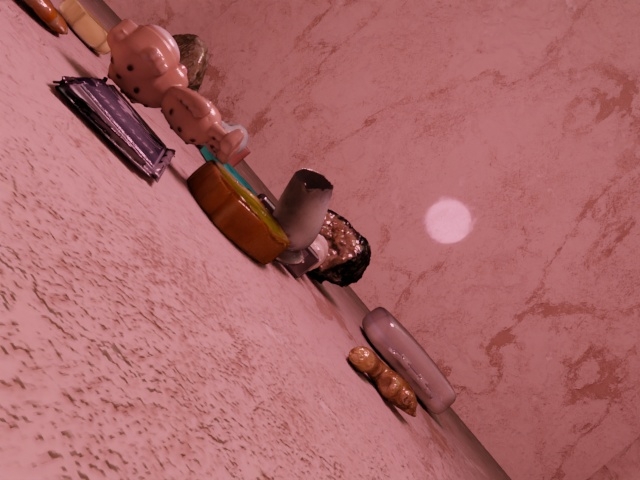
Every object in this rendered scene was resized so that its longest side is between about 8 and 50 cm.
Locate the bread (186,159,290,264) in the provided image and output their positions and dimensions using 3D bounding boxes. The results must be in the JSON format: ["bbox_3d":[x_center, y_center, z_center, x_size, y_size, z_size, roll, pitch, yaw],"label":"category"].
[{"bbox_3d":[-0.152,-0.054,0.904,0.236,0.070,0.236,48,2,-2],"label":"bread"}]

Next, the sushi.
[{"bbox_3d":[0.000,0.000,1.513,0.350,0.211,0.171,44,2,37],"label":"sushi"}]

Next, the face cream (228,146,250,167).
[{"bbox_3d":[-0.364,-0.374,1.885,0.149,0.104,0.149,49,2,-2],"label":"face cream"}]

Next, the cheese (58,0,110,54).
[{"bbox_3d":[-0.533,-0.493,1.103,0.127,0.050,0.255,47,1,-28],"label":"cheese"}]

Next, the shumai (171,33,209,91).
[{"bbox_3d":[-0.405,-0.475,1.407,0.272,0.222,0.204,39,-10,44],"label":"shumai"}]

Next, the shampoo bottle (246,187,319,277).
[{"bbox_3d":[-0.110,-0.023,1.151,0.246,0.080,0.079,49,0,-17],"label":"shampoo bottle"}]

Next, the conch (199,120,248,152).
[{"bbox_3d":[-0.330,-0.333,1.446,0.221,0.121,0.185,26,-5,-3],"label":"conch"}]

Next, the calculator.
[{"bbox_3d":[-0.286,-0.171,0.700,0.166,0.028,0.274,50,2,-21],"label":"calculator"}]

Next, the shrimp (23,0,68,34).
[{"bbox_3d":[-0.523,-0.464,0.762,0.296,0.058,0.169,53,-7,-26],"label":"shrimp"}]

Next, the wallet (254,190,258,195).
[{"bbox_3d":[-0.242,-0.166,1.691,0.166,0.030,0.111,48,3,-19],"label":"wallet"}]

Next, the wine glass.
[{"bbox_3d":[-0.049,-0.048,1.036,0.111,0.204,0.111,20,28,-11],"label":"wine glass"}]

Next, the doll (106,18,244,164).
[{"bbox_3d":[-0.252,-0.248,0.830,0.278,0.119,0.154,46,-22,-13],"label":"doll"}]

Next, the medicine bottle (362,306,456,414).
[{"bbox_3d":[0.295,0.397,1.608,0.375,0.123,0.282,49,0,-3],"label":"medicine bottle"}]

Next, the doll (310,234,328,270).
[{"bbox_3d":[-0.067,-0.010,1.355,0.138,0.119,0.293,22,16,-36],"label":"doll"}]

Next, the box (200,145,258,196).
[{"bbox_3d":[-0.252,-0.174,1.415,0.226,0.042,0.161,48,3,-46],"label":"box"}]

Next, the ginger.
[{"bbox_3d":[0.132,0.283,0.976,0.133,0.059,0.214,45,-4,44],"label":"ginger"}]
